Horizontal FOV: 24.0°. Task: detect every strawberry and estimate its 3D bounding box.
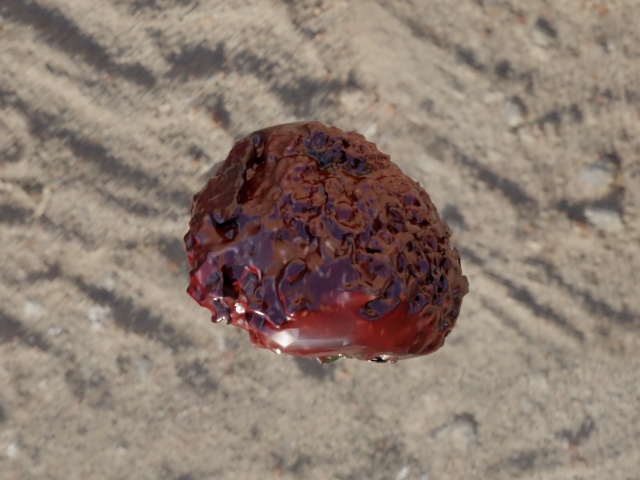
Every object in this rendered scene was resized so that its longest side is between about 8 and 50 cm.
[{"bbox_3d":[0.000,0.000,1.415,0.274,0.274,0.220,9,98,13],"label":"strawberry"}]
